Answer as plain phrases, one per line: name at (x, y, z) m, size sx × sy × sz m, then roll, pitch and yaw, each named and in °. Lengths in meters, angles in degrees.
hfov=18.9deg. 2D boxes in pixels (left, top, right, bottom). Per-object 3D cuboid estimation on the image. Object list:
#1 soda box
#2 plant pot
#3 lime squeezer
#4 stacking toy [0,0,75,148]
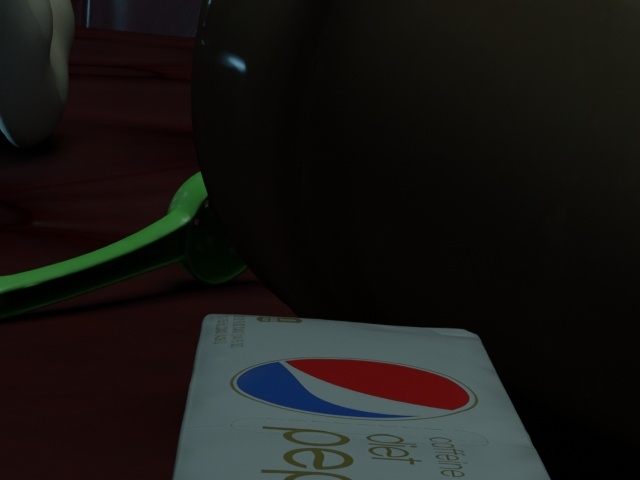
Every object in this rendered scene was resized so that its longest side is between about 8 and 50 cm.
soda box at (0.005, 0.070, 0.359) m, size 0.069 × 0.073 × 0.216 m, roll 3°, pitch 9°, yaw -2°
plant pot at (0.125, -0.028, 0.612) m, size 0.263 × 0.263 × 0.229 m, roll -2°, pitch 28°, yaw -33°
lime squeezer at (0.000, 0.000, 0.868) m, size 0.310 × 0.058 × 0.110 m, roll 2°, pitch 9°, yaw -18°
stacking toy at (-0.434, -0.198, 1.345) m, size 0.480 × 0.350 × 0.350 m, roll -11°, pitch 10°, yaw -1°
